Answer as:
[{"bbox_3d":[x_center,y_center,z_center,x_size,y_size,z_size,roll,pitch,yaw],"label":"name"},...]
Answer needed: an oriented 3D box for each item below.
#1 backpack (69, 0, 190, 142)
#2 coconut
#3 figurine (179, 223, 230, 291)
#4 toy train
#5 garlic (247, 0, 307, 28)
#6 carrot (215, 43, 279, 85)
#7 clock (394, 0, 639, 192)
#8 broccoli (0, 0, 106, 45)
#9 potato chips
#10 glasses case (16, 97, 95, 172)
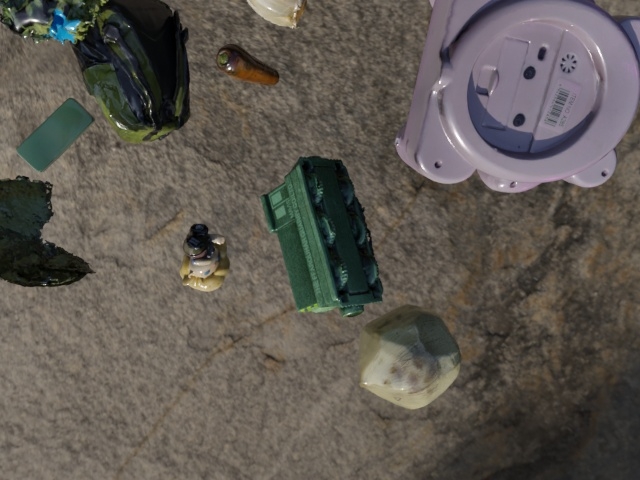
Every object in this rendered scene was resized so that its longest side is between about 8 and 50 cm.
[{"bbox_3d":[-0.312,-0.298,1.126,0.207,0.140,0.253,-30,106,-54],"label":"backpack"},{"bbox_3d":[0.176,0.249,1.375,0.224,0.224,0.224,-11,118,-22],"label":"coconut"},{"bbox_3d":[-0.250,0.032,1.413,0.108,0.114,0.196,8,150,-4],"label":"figurine"},{"bbox_3d":[0.000,0.000,1.289,0.139,0.178,0.330,-2,71,-44],"label":"toy train"},{"bbox_3d":[-0.131,-0.734,1.874,0.203,0.281,0.184,20,101,-2],"label":"garlic"},{"bbox_3d":[-0.129,-0.310,1.177,0.055,0.055,0.161,-63,158,11],"label":"carrot"},{"bbox_3d":[0.285,-0.211,0.907,0.322,0.113,0.295,6,108,-15],"label":"clock"},{"bbox_3d":[-0.379,-0.364,0.938,0.167,0.160,0.154,0,96,-10],"label":"broccoli"},{"bbox_3d":[-0.443,-0.011,0.975,0.029,0.220,0.202,-50,171,32],"label":"potato chips"},{"bbox_3d":[-0.623,-0.248,1.541,0.184,0.039,0.078,-44,102,0],"label":"glasses case"}]
